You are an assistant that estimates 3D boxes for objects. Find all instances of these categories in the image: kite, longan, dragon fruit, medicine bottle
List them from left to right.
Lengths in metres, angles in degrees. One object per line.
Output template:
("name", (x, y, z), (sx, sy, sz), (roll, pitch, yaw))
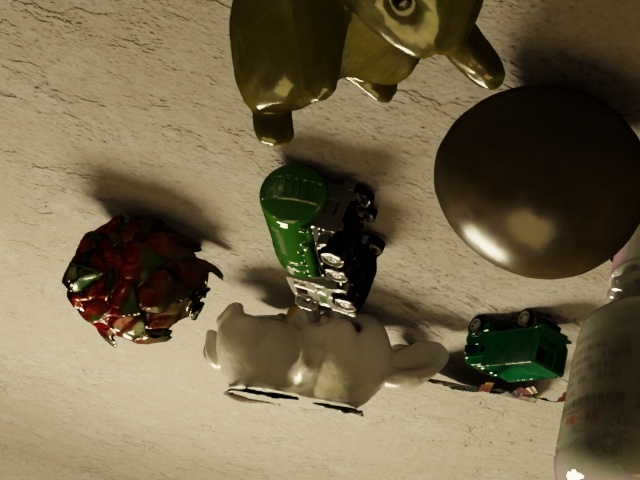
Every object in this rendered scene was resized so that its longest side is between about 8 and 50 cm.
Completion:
("dragon fruit", (-0.246, 0.056, 1.997), (0.188, 0.182, 0.182), (38, 154, -6))
("kite", (0.242, 0.214, 2.126), (0.204, 0.022, 0.360), (11, 173, -5))
("longan", (0.212, -0.053, 1.406), (0.198, 0.198, 0.212), (0, 154, 33))
("medicine bottle", (0.389, 0.131, 1.541), (0.256, 0.325, 0.256), (12, 158, 5))

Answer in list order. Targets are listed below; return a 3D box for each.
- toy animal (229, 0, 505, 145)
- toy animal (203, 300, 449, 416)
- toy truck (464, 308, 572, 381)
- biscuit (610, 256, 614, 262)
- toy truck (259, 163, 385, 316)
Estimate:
("toy animal", (0.058, -0.194, 1.164), (0.181, 0.180, 0.363), (-15, 180, -30))
("toy animal", (0.004, 0.170, 2.123), (0.325, 0.154, 0.208), (12, 170, -13))
("toy truck", (0.258, 0.141, 1.981), (0.065, 0.079, 0.147), (30, 156, -32))
("biscuit", (0.414, 0.082, 1.803), (0.048, 0.026, 0.292), (-2, 153, 29))
("toy truck", (0.000, 0.000, 1.789), (0.125, 0.101, 0.242), (14, 156, 16))
